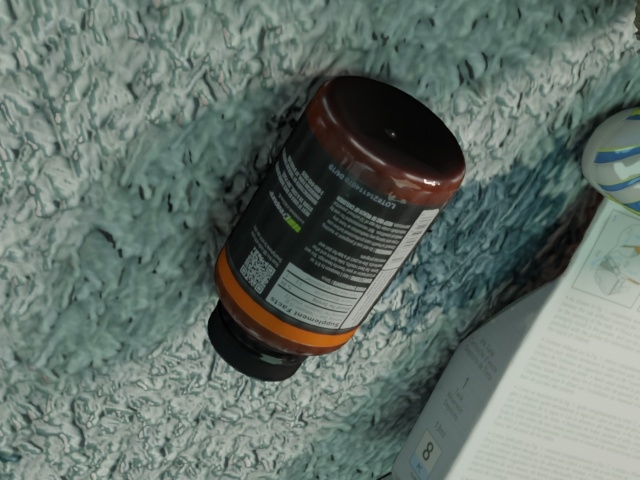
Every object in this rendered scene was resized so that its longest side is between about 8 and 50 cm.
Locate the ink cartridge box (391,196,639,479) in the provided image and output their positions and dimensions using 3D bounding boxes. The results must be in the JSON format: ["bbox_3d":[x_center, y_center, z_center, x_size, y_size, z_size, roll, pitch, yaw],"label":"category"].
[{"bbox_3d":[0.281,0.106,1.094,0.308,0.091,0.385,19,107,-25],"label":"ink cartridge box"}]

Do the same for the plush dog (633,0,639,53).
[{"bbox_3d":[0.237,-0.156,0.703,0.210,0.262,0.225,0,136,13],"label":"plush dog"}]

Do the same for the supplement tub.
[{"bbox_3d":[0.000,0.000,0.781,0.106,0.106,0.198,3,134,-39],"label":"supplement tub"}]

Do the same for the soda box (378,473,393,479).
[{"bbox_3d":[0.156,0.235,1.219,0.216,0.069,0.074,-26,146,-7],"label":"soda box"}]

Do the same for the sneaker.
[{"bbox_3d":[0.316,-0.033,0.920,0.240,0.126,0.091,11,110,-23],"label":"sneaker"}]
